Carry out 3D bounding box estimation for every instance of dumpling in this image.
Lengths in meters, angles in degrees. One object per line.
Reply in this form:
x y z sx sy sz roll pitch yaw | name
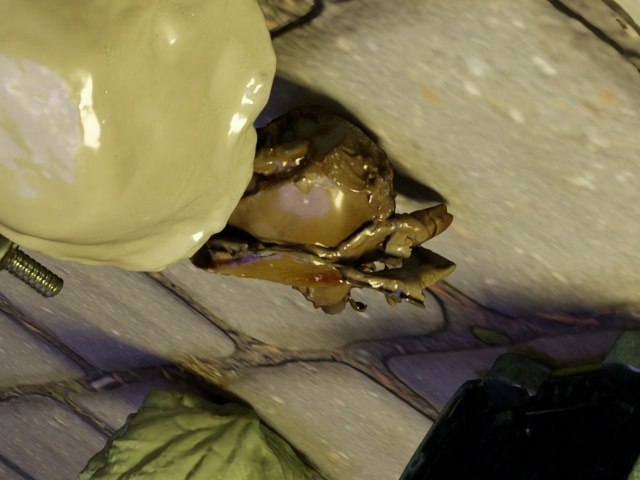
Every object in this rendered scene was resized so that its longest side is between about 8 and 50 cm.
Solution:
-0.103 -0.083 0.804 0.162 0.132 0.250 -9 124 22 | dumpling

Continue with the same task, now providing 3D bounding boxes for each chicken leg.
-0.007 -0.003 0.945 0.125 0.080 0.196 23 164 -11 | chicken leg

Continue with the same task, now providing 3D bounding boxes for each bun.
-0.097 0.182 1.475 0.204 0.126 0.212 14 -177 -39 | bun

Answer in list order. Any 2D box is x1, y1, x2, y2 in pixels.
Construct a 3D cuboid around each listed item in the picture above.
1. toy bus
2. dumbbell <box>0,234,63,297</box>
0.144 0.143 0.979 0.150 0.128 0.262 37 160 -13 | toy bus
-0.269 -0.032 1.274 0.254 0.110 0.110 37 162 -33 | dumbbell
